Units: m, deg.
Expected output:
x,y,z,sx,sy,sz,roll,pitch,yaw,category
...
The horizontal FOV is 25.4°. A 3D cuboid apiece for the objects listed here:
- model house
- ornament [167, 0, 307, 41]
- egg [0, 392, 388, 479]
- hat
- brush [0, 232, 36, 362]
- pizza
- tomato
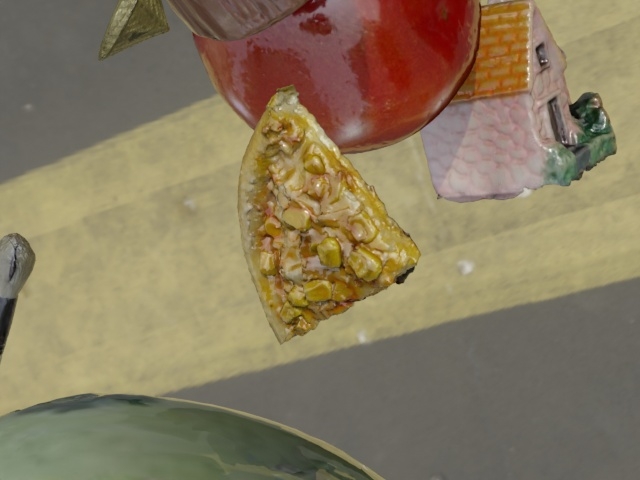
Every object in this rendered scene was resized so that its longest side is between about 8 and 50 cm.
x,y,z,sx,sy,sz,roll,pitch,yaw,category
0.252,-0.201,1.838,0.202,0.237,0.237,-5,109,41,model house
-0.097,-0.318,1.289,0.221,0.235,0.217,-36,125,5,ornament
-0.077,0.263,0.805,0.428,0.345,0.345,39,122,21,egg
-0.221,-0.281,1.800,0.067,0.146,0.146,23,124,-19,hat
-0.343,0.127,1.479,0.042,0.039,0.299,27,113,26,brush
0.000,0.000,0.885,0.131,0.041,0.178,30,129,25,pizza
0.019,-0.259,1.604,0.290,0.325,0.293,6,124,41,tomato
